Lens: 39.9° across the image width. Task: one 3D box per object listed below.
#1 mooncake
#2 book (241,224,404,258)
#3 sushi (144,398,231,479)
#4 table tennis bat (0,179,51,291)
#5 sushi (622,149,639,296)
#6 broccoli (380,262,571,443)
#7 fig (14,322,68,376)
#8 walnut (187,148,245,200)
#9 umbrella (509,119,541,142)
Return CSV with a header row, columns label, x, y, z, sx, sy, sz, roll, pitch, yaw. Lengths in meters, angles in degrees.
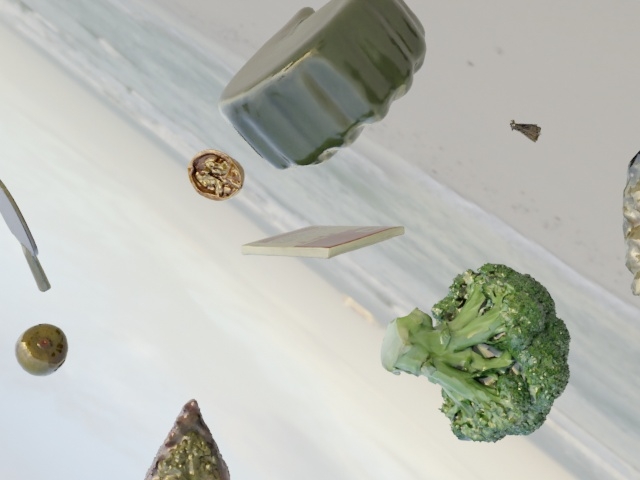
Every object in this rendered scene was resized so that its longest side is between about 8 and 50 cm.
label,x,y,z,sx,sy,sz,roll,pitch,yaw
mooncake,0.005,-0.268,1.452,0.187,0.351,0.351,49,174,-22
book,0.000,0.000,1.427,0.162,0.022,0.232,-16,-170,-38
sushi,-0.226,0.425,1.602,0.161,0.241,0.107,27,170,-7
table tennis bat,-0.514,-0.009,1.512,0.138,0.022,0.246,34,146,43
sushi,0.522,-0.022,0.926,0.285,0.328,0.329,4,-128,-22
broccoli,0.214,0.159,1.242,0.270,0.270,0.270,6,-170,-20
fig,-0.396,0.158,1.252,0.074,0.074,0.088,38,145,-1
walnut,-0.185,-0.122,1.632,0.121,0.091,0.052,23,-164,21
umbrella,0.340,-0.183,1.460,0.083,0.031,0.020,10,-175,-45
